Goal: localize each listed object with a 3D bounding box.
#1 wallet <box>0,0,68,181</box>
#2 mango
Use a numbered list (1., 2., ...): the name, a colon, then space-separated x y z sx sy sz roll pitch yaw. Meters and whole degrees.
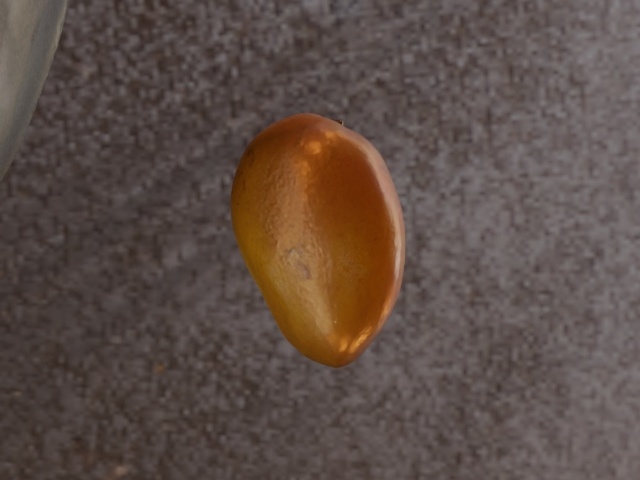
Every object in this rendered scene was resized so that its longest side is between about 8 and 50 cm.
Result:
1. wallet: -0.162 -0.031 0.552 0.251 0.054 0.290 95 17 -85
2. mango: 0.000 0.000 0.553 0.046 0.060 0.089 4 79 -82
